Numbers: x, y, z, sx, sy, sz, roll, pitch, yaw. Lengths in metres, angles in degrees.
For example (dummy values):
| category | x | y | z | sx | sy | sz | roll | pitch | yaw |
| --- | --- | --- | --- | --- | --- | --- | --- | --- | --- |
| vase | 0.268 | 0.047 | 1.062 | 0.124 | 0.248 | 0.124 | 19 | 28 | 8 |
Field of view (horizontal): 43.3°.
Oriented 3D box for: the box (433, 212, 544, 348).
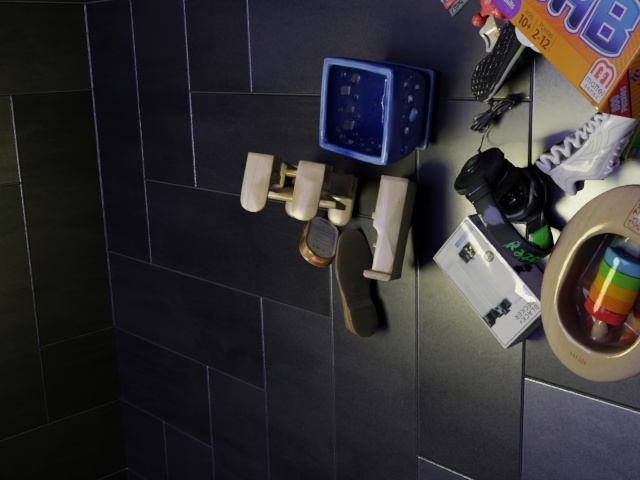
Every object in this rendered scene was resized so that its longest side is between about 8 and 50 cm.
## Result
| category | x | y | z | sx | sy | sz | roll | pitch | yaw |
| --- | --- | --- | --- | --- | --- | --- | --- | --- | --- |
| box | 0.421 | 0.091 | 1.924 | 0.290 | 0.087 | 0.169 | 54 | 134 | 22 |

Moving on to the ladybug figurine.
| category | x | y | z | sx | sy | sz | roll | pitch | yaw |
| --- | --- | --- | --- | --- | --- | --- | --- | --- | --- |
| ladybug figurine | 0.624 | 0.081 | 1.647 | 0.305 | 0.162 | 0.449 | 38 | 126 | 33 |

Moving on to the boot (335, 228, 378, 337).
| category | x | y | z | sx | sy | sz | roll | pitch | yaw |
| --- | --- | --- | --- | --- | --- | --- | --- | --- | --- |
| boot | 0.086 | 0.121 | 2.287 | 0.115 | 0.113 | 0.305 | 171 | 93 | -71 |

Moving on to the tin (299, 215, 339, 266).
| category | x | y | z | sx | sy | sz | roll | pitch | yaw |
| --- | --- | --- | --- | --- | --- | --- | --- | --- | --- |
| tin | 0.000 | 0.000 | 2.293 | 0.106 | 0.189 | 0.040 | 29 | 126 | -14 |

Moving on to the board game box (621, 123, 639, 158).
| category | x | y | z | sx | sy | sz | roll | pitch | yaw |
| --- | --- | --- | --- | --- | --- | --- | --- | --- | --- |
| board game box | 0.626 | -0.268 | 1.641 | 0.092 | 0.043 | 0.181 | 37 | 125 | 36 |

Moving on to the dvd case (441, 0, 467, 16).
| category | x | y | z | sx | sy | sz | roll | pitch | yaw |
| --- | --- | --- | --- | --- | --- | --- | --- | --- | --- |
| dvd case | 0.310 | -0.605 | 1.913 | 0.087 | 0.013 | 0.119 | -45 | 68 | 43 |

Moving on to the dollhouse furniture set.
| category | x | y | z | sx | sy | sz | roll | pitch | yaw |
| --- | --- | --- | --- | --- | --- | --- | --- | --- | --- |
| dollhouse furniture set | 0.026 | -0.057 | 2.090 | 0.395 | 0.362 | 0.256 | 10 | 91 | 15 |

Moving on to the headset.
| category | x | y | z | sx | sy | sz | roll | pitch | yaw |
| --- | --- | --- | --- | --- | --- | --- | --- | --- | --- |
| headset | 0.418 | -0.137 | 1.779 | 0.185 | 0.243 | 0.394 | -38 | 48 | 30 |

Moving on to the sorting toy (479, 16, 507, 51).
| category | x | y | z | sx | sy | sz | roll | pitch | yaw |
| --- | --- | --- | --- | --- | --- | --- | --- | --- | --- |
| sorting toy | 0.396 | -0.468 | 1.840 | 0.075 | 0.045 | 0.083 | -26 | 81 | 55 |

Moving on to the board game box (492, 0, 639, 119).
| category | x | y | z | sx | sy | sz | roll | pitch | yaw |
| --- | --- | --- | --- | --- | --- | --- | --- | --- | --- |
| board game box | 0.585 | -0.436 | 1.342 | 0.356 | 0.357 | 0.356 | -64 | 36 | 35 |

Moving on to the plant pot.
| category | x | y | z | sx | sy | sz | roll | pitch | yaw |
| --- | --- | --- | --- | --- | --- | --- | --- | --- | --- |
| plant pot | 0.152 | -0.331 | 2.008 | 0.236 | 0.212 | 0.235 | 21 | 115 | 42 |

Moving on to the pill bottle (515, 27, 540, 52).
| category | x | y | z | sx | sy | sz | roll | pitch | yaw |
| --- | --- | --- | --- | --- | --- | --- | --- | --- | --- |
| pill bottle | 0.481 | -0.435 | 1.647 | 0.103 | 0.184 | 0.103 | 16 | 112 | 44 |

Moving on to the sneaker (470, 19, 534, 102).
| category | x | y | z | sx | sy | sz | roll | pitch | yaw |
| --- | --- | --- | --- | --- | --- | --- | --- | --- | --- |
| sneaker | 0.424 | -0.393 | 1.783 | 0.234 | 0.097 | 0.084 | -57 | 41 | 45 |

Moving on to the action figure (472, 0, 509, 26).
| category | x | y | z | sx | sy | sz | roll | pitch | yaw |
| --- | --- | --- | --- | --- | --- | --- | --- | --- | --- |
| action figure | 0.451 | -0.550 | 1.734 | 0.280 | 0.139 | 0.091 | -38 | 68 | 22 |

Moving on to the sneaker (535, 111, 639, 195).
| category | x | y | z | sx | sy | sz | roll | pitch | yaw |
| --- | --- | --- | --- | --- | --- | --- | --- | --- | --- |
| sneaker | 0.570 | -0.194 | 1.621 | 0.118 | 0.110 | 0.292 | 57 | 143 | 9 |
